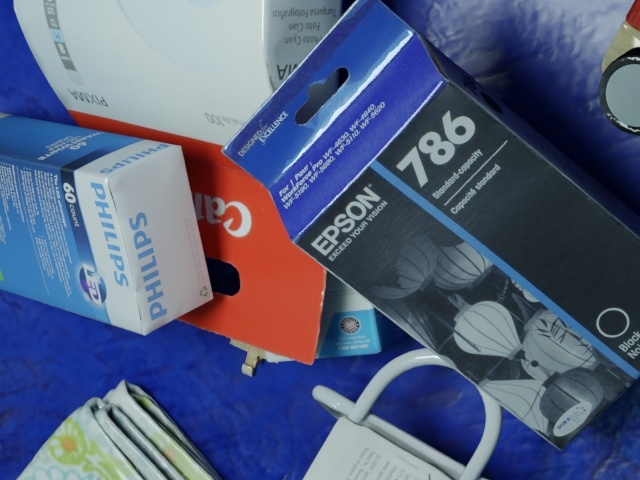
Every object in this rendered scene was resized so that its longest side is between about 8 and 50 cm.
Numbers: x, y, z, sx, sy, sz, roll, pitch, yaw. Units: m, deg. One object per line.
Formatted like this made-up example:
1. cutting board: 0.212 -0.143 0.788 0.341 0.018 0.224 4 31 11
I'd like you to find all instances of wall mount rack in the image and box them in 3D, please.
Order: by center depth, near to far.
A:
1. wall mount rack: 0.073 0.272 1.286 0.304 0.130 0.350 29 80 23

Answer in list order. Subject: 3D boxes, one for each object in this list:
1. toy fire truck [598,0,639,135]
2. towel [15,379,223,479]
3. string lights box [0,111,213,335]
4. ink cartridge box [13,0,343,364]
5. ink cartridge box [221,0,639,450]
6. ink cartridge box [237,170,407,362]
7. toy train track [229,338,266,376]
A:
1. toy fire truck: 0.336 -0.155 1.120 0.217 0.158 0.246 35 123 17
2. towel: -0.175 0.352 1.494 0.320 0.090 0.374 47 116 15
3. string lights box: -0.208 -0.019 1.381 0.259 0.076 0.133 13 121 45
4. ink cartridge box: -0.123 -0.117 1.324 0.308 0.091 0.385 15 106 43
5. ink cartridge box: 0.104 -0.008 1.204 0.332 0.065 0.165 37 110 -14
6. ink cartridge box: 0.000 0.000 1.349 0.104 0.060 0.180 -6 95 28
7. toy train track: -0.053 0.074 1.418 0.048 0.014 0.083 20 108 22
